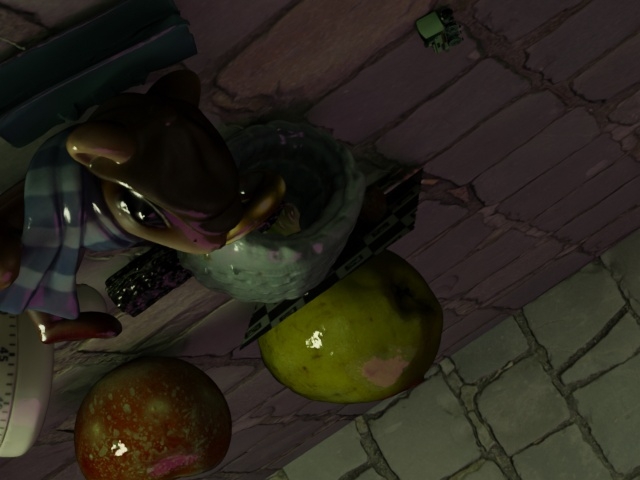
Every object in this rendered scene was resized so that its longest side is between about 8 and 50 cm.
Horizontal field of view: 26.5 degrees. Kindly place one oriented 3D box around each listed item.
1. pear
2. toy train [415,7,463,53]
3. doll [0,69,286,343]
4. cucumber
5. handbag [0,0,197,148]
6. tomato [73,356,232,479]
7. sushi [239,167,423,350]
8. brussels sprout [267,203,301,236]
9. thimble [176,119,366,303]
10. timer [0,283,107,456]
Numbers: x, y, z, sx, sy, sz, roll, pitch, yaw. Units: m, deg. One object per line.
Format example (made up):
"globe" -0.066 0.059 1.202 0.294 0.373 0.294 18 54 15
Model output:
"pear" 0.032 0.157 2.359 0.375 0.287 0.287 -23 171 40
"toy train" 0.154 -0.268 1.755 0.053 0.033 0.083 -26 163 3
"doll" -0.230 -0.019 1.456 0.340 0.209 0.318 -35 177 29
"cucumber" -0.174 0.013 1.920 0.300 0.072 0.072 -32 163 12
"handbag" -0.233 -0.169 1.374 0.221 0.057 0.144 -30 169 -6
"tomato" -0.290 0.309 2.322 0.270 0.223 0.270 -14 175 -1
"sushi" 0.000 0.000 2.119 0.339 0.069 0.320 -35 -168 17
"brussels sprout" -0.030 -0.049 1.969 0.139 0.100 0.181 -12 178 -6
"thimble" -0.065 -0.035 1.753 0.250 0.205 0.172 -22 161 -31
"timer" -0.383 0.153 1.700 0.240 0.233 0.233 5 147 -26
